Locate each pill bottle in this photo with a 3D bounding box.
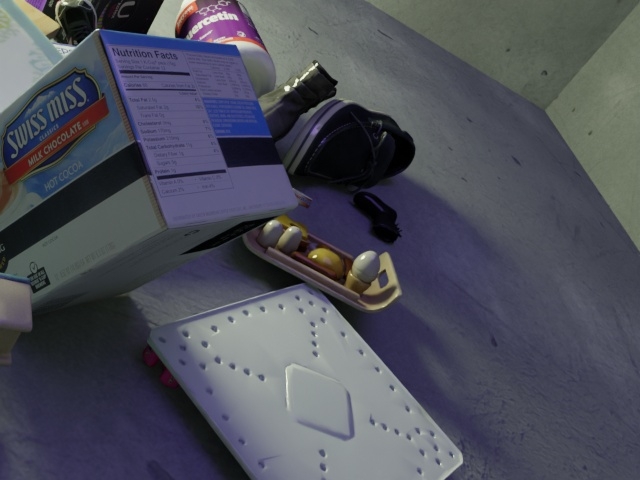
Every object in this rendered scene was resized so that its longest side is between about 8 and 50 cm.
[{"bbox_3d":[-0.224,-0.433,1.767,0.181,0.181,0.323,15,36,-36],"label":"pill bottle"}]

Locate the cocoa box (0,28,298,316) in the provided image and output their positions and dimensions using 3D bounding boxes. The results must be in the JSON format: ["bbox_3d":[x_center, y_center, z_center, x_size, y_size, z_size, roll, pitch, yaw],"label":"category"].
[{"bbox_3d":[-0.251,-0.072,0.973,0.231,0.347,0.228,-13,81,-54],"label":"cocoa box"}]

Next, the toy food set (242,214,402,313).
[{"bbox_3d":[0.000,0.000,1.427,0.306,0.092,0.220,29,16,-12],"label":"toy food set"}]

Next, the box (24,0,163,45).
[{"bbox_3d":[-0.453,-0.512,1.635,0.143,0.165,0.270,40,29,4],"label":"box"}]

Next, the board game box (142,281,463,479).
[{"bbox_3d":[-0.013,0.246,1.147,0.390,0.050,0.390,48,30,18],"label":"board game box"}]

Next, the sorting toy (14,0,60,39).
[{"bbox_3d":[-0.615,-0.367,1.318,0.255,0.089,0.257,33,28,-9],"label":"sorting toy"}]

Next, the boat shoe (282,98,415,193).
[{"bbox_3d":[0.083,-0.208,1.793,0.156,0.187,0.500,40,23,17],"label":"boat shoe"}]

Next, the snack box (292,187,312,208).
[{"bbox_3d":[-0.097,-0.113,1.494,0.178,0.022,0.064,31,3,35],"label":"snack box"}]

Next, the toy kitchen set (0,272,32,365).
[{"bbox_3d":[-0.425,0.079,0.799,0.207,0.166,0.122,13,37,-38],"label":"toy kitchen set"}]

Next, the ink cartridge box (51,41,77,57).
[{"bbox_3d":[-0.305,-0.205,1.384,0.303,0.072,0.307,-1,48,-46],"label":"ink cartridge box"}]

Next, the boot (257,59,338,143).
[{"bbox_3d":[-0.077,-0.278,1.557,0.118,0.223,0.338,52,7,-5],"label":"boot"}]

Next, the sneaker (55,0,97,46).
[{"bbox_3d":[-0.436,-0.368,1.462,0.072,0.178,0.077,-19,63,-10],"label":"sneaker"}]

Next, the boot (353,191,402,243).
[{"bbox_3d":[0.126,-0.050,1.753,0.121,0.045,0.099,30,32,-16],"label":"boot"}]

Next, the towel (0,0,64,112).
[{"bbox_3d":[-0.543,-0.241,1.111,0.374,0.090,0.320,48,50,4],"label":"towel"}]
